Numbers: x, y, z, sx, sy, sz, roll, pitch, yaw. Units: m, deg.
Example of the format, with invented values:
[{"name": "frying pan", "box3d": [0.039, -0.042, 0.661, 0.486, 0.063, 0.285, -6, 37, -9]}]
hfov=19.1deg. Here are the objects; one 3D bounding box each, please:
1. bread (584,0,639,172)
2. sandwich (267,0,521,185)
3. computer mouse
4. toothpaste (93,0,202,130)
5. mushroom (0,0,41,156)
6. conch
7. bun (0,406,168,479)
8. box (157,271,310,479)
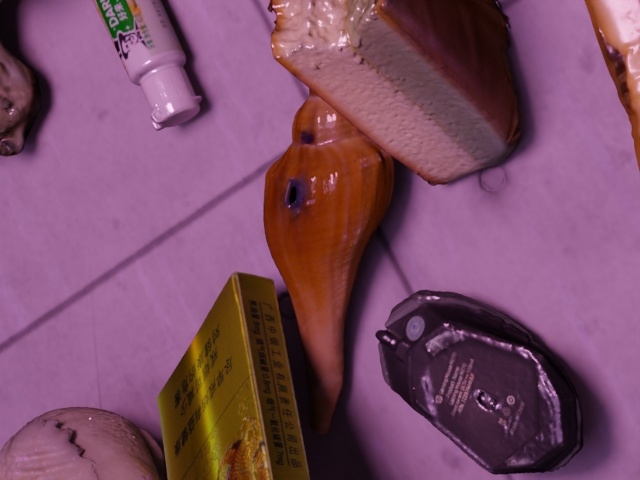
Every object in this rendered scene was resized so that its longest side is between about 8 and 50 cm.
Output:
[{"name": "bread", "box3d": [0.270, -0.142, 1.345, 0.142, 0.091, 0.305, -19, 87, 25]}, {"name": "sandwich", "box3d": [0.054, -0.148, 1.418, 0.108, 0.186, 0.220, -18, 88, 33]}, {"name": "computer mouse", "box3d": [0.131, 0.110, 1.481, 0.192, 0.062, 0.106, 32, 113, 29]}, {"name": "toothpaste", "box3d": [-0.181, -0.243, 1.624, 0.058, 0.056, 0.314, -24, 79, -9]}, {"name": "mushroom", "box3d": [-0.371, -0.230, 1.689, 0.247, 0.130, 0.344, -11, 92, 33]}, {"name": "conch", "box3d": [-0.003, 0.001, 1.524, 0.109, 0.093, 0.330, 14, 104, 26]}, {"name": "bun", "box3d": [-0.190, 0.265, 1.641, 0.239, 0.141, 0.239, 5, 97, 54]}, {"name": "box", "box3d": [-0.066, 0.194, 1.500, 0.173, 0.043, 0.311, -59, 30, 37]}]
